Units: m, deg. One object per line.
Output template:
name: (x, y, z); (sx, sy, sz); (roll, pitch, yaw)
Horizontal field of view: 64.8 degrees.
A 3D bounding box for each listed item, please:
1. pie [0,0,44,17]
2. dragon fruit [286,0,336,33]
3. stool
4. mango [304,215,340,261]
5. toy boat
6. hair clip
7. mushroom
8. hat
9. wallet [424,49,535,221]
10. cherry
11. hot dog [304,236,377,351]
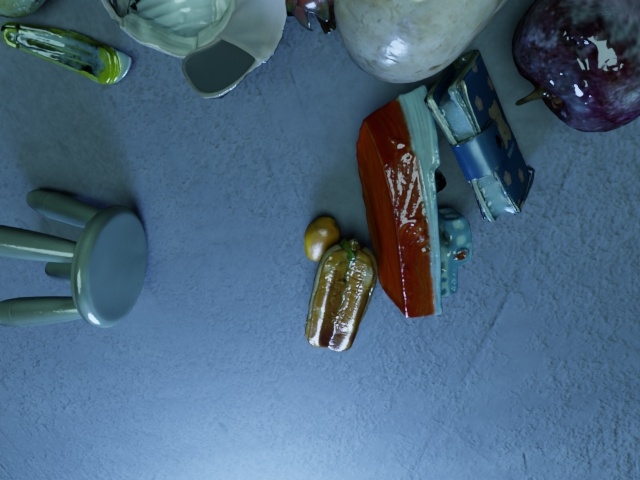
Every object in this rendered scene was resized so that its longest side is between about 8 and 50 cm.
pie: (-0.466, -0.457, 0.638); (0.322, 0.071, 0.323); (5, 117, 9)
dragon fruit: (-0.024, -0.333, 0.611); (0.121, 0.142, 0.130); (-10, 74, 8)
stool: (-0.414, 0.036, 0.819); (0.198, 0.195, 0.195); (4, 118, 8)
mango: (0.000, 0.000, 0.831); (0.059, 0.046, 0.089); (18, 130, -11)
toy boat: (0.145, -0.054, 0.736); (0.133, 0.145, 0.332); (-18, 118, -9)
hair clip: (-0.368, -0.275, 0.738); (0.188, 0.033, 0.060); (17, 121, -5)
mushroom: (0.090, -0.276, 0.548); (0.195, 0.253, 0.189); (38, 99, 4)
hat: (-0.145, -0.308, 0.585); (0.275, 0.161, 0.232); (28, 155, 35)
wallet: (0.221, -0.137, 0.677); (0.059, 0.141, 0.202); (-12, 119, 42)
cherry: (0.329, -0.233, 0.593); (0.195, 0.195, 0.195); (3, 118, 6)
hot dog: (0.034, 0.091, 0.853); (0.104, 0.076, 0.250); (7, 127, -3)
